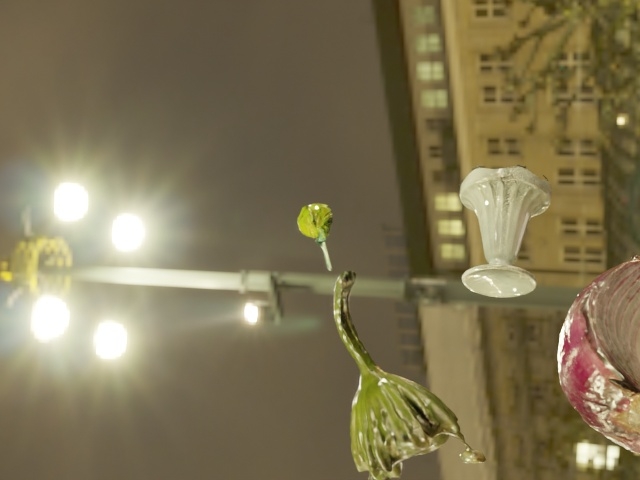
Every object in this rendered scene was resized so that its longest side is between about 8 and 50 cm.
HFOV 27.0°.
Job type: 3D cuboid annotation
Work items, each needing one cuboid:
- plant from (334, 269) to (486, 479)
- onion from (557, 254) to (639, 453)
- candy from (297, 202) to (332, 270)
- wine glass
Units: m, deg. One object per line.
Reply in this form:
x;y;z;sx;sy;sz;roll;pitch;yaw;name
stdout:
0.111;0.215;2.120;0.251;0.180;0.333;-33;72;64;plant
0.435;0.145;1.806;0.159;0.267;0.349;-49;13;41;onion
0.000;0.000;1.331;0.123;0.035;0.035;-104;26;-59;candy
0.317;-0.012;2.313;0.165;0.165;0.196;51;-138;-59;wine glass
